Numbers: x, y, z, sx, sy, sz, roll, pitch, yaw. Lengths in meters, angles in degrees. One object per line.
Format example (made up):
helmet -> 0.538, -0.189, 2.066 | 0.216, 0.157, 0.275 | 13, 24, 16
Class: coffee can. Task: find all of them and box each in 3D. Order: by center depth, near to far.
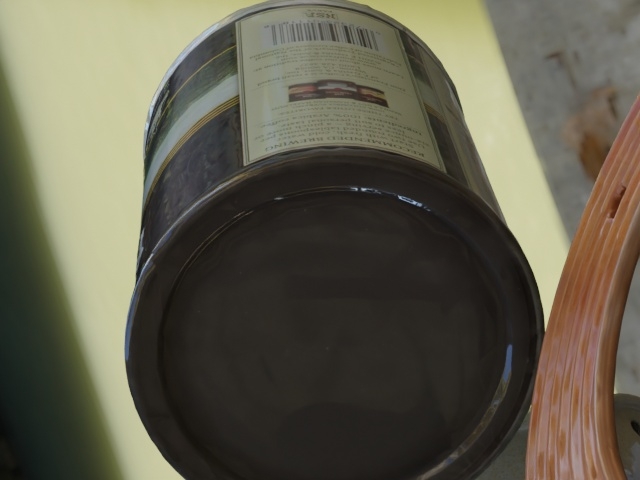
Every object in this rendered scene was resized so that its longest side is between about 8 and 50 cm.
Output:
coffee can -> 0.000, 0.000, 0.996 | 0.275, 0.202, 0.201 | -98, 0, -67

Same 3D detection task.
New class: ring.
ring -> 0.169, 0.004, 0.654 | 0.336, 0.032, 0.336 | -159, 90, -76

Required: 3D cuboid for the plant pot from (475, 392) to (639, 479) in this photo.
plant pot -> 0.108, 0.212, 1.115 | 0.274, 0.256, 0.256 | -36, 74, 34
